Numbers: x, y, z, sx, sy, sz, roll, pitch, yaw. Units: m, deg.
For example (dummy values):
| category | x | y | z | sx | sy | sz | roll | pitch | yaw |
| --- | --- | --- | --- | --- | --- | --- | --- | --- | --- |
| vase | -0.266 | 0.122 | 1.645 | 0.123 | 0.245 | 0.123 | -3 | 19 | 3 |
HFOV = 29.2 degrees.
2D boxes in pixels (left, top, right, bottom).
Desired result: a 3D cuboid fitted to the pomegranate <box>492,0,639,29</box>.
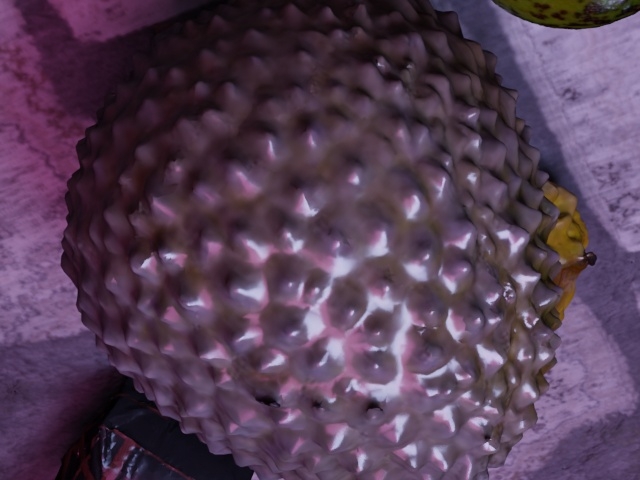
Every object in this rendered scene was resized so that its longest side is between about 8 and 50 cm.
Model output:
| category | x | y | z | sx | sy | sz | roll | pitch | yaw |
| --- | --- | --- | --- | --- | --- | --- | --- | --- | --- |
| pomegranate | 0.152 | -0.258 | 0.845 | 0.276 | 0.222 | 0.204 | -5 | 149 | 47 |

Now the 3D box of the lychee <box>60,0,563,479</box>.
| category | x | y | z | sx | sy | sz | roll | pitch | yaw |
| --- | --- | --- | --- | --- | --- | --- | --- | --- | --- |
| lychee | 0.000 | 0.000 | 0.934 | 0.432 | 0.380 | 0.380 | 51 | 121 | 11 |

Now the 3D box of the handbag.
| category | x | y | z | sx | sy | sz | roll | pitch | yaw |
| --- | --- | --- | --- | --- | --- | --- | --- | --- | --- |
| handbag | -0.186 | 0.254 | 1.288 | 0.169 | 0.155 | 0.215 | 32 | 125 | -9 |

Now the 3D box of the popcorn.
| category | x | y | z | sx | sy | sz | roll | pitch | yaw |
| --- | --- | --- | --- | --- | --- | --- | --- | --- | --- |
| popcorn | 0.174 | 0.020 | 1.114 | 0.148 | 0.152 | 0.167 | -25 | 131 | -16 |
